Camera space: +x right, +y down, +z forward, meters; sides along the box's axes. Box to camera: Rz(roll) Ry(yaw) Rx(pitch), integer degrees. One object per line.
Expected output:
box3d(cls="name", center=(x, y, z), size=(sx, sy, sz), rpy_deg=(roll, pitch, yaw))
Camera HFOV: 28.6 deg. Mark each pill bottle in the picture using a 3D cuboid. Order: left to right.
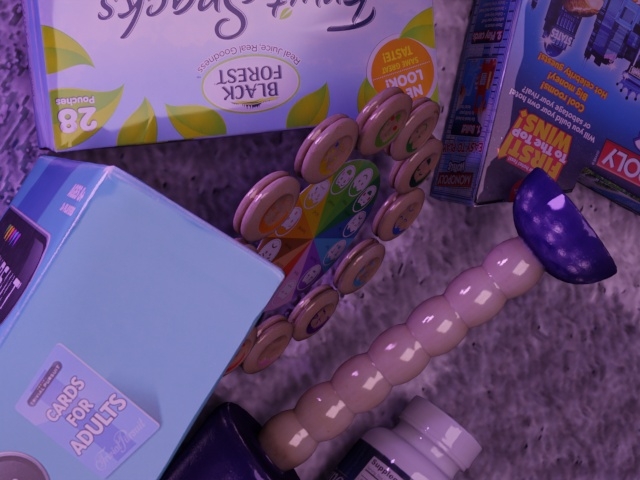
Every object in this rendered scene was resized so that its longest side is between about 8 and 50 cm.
box3d(cls="pill bottle", center=(0.035, 0.149, 0.710), size=(0.067, 0.067, 0.120), rpy_deg=(44, 81, -19))

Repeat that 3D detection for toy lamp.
box3d(cls="toy lamp", center=(0.029, 0.074, 0.671), size=(0.275, 0.080, 0.080), rpy_deg=(-36, 107, 5))

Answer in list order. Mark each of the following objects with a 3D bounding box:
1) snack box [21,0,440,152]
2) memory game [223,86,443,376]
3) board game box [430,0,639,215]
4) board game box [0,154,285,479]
box3d(cls="snack box", center=(-0.048, -0.140, 0.646), size=(0.207, 0.070, 0.174), rpy_deg=(-7, 98, -18))
box3d(cls="memory game", center=(0.000, 0.000, 0.640), size=(0.012, 0.186, 0.186), rpy_deg=(41, 79, 21))
box3d(cls="board game box", center=(0.156, -0.088, 0.732), size=(0.194, 0.060, 0.194), rpy_deg=(27, 88, -21))
box3d(cls="board game box", center=(-0.166, 0.124, 0.535), size=(0.079, 0.254, 0.336), rpy_deg=(33, 84, -18))
